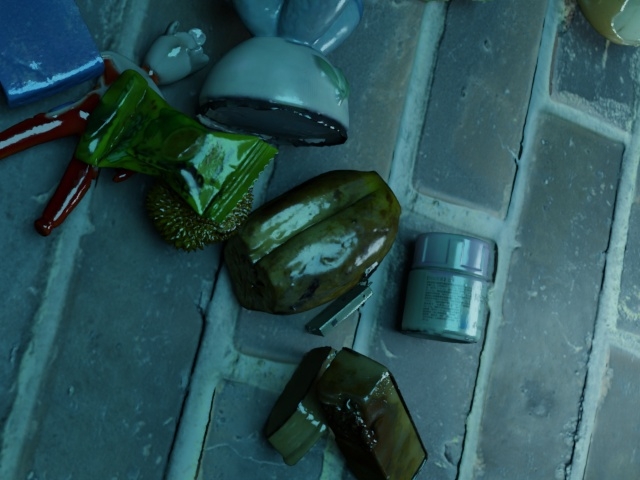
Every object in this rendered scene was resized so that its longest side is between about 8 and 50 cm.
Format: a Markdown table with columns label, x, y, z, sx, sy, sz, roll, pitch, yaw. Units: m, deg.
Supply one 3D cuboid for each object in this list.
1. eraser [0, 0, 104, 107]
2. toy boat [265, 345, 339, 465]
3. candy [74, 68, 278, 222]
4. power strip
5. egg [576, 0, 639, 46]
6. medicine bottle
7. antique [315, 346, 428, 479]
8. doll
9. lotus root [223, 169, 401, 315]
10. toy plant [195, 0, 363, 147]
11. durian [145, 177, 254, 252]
| label | x | y | z | sx | sy | sz | roll | pitch | yaw |
| --- | --- | --- | --- | --- | --- | --- | --- | --- | --- |
| eraser | -0.423 | -0.343 | 1.354 | 0.144 | 0.042 | 0.312 | -25 | 85 | -20 |
| toy boat | -0.020 | 0.249 | 1.522 | 0.061 | 0.116 | 0.188 | 38 | 68 | -15 |
| candy | -0.199 | -0.122 | 1.363 | 0.246 | 0.069 | 0.149 | 26 | 74 | 12 |
| power strip | 0.036 | 0.108 | 1.594 | 0.136 | 0.051 | 0.019 | -38 | 107 | -25 |
| egg | 0.561 | -0.481 | 1.821 | 0.201 | 0.201 | 0.244 | -36 | 89 | -24 |
| medicine bottle | 0.207 | 0.079 | 1.638 | 0.135 | 0.135 | 0.169 | 12 | 80 | -26 |
| antique | 0.078 | 0.280 | 1.492 | 0.093 | 0.087 | 0.310 | -53 | 146 | -22 |
| doll | -0.305 | -0.186 | 1.421 | 0.384 | 0.099 | 0.188 | -43 | 98 | -18 |
| lotus root | 0.003 | -0.003 | 1.516 | 0.291 | 0.193 | 0.193 | -31 | 100 | -25 |
| toy plant | -0.047 | -0.320 | 1.472 | 0.247 | 0.247 | 0.332 | 12 | 84 | -26 |
| durian | -0.173 | -0.055 | 1.447 | 0.158 | 0.168 | 0.137 | -46 | 125 | -4 |
